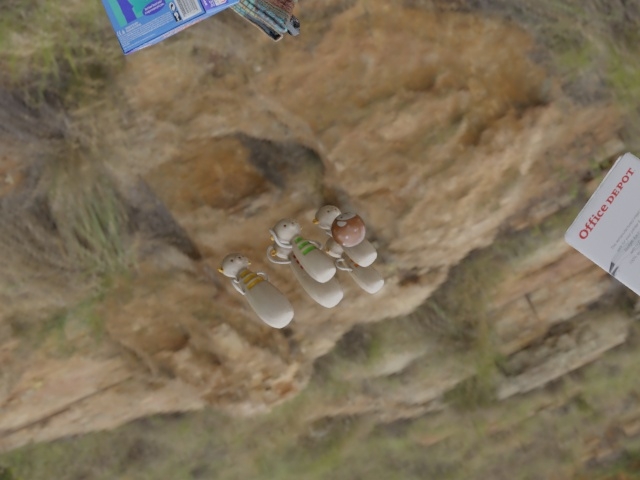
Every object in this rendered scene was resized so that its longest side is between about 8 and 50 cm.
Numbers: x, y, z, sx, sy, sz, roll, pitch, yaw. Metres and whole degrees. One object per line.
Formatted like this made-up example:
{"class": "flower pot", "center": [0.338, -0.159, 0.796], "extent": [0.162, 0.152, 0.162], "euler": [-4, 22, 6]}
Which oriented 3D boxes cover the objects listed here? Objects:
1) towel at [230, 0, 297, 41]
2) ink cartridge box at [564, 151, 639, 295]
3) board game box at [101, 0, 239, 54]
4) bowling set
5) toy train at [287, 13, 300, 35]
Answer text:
{"class": "towel", "center": [-0.189, -0.436, 1.535], "extent": [0.040, 0.370, 0.271], "euler": [-49, -167, 19]}
{"class": "ink cartridge box", "center": [0.488, 0.000, 1.525], "extent": [0.160, 0.219, 0.092], "euler": [-56, 151, 12]}
{"class": "board game box", "center": [-0.178, -0.302, 1.033], "extent": [0.047, 0.210, 0.160], "euler": [-31, -166, -37]}
{"class": "bowling set", "center": [0.000, 0.000, 1.714], "extent": [0.287, 0.154, 0.200], "euler": [-15, 142, -45]}
{"class": "toy train", "center": [-0.086, -0.424, 1.898], "extent": [0.027, 0.036, 0.158], "euler": [-20, 139, 29]}
